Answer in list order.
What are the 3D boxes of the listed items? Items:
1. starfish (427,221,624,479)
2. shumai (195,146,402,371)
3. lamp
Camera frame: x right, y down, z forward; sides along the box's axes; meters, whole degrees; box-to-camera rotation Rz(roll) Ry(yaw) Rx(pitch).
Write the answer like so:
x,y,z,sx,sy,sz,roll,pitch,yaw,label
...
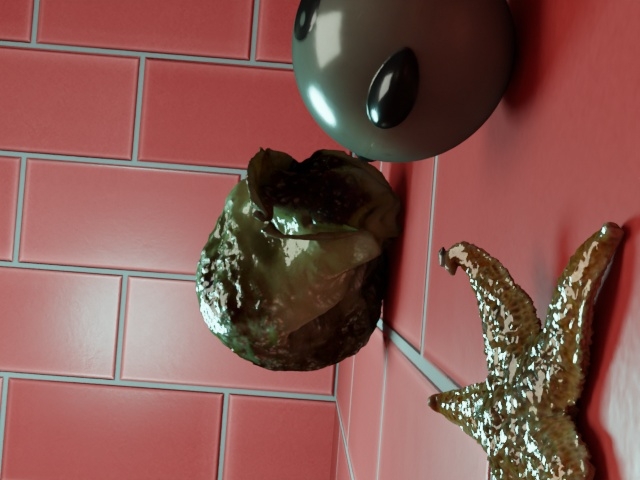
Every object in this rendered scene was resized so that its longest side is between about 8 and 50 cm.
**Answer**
x,y,z,sx,sy,sz,roll,pitch,yaw,label
0.115,0.112,0.500,0.231,0.048,0.295,-120,31,-70,starfish
0.000,0.000,1.418,0.348,0.395,0.395,130,151,-50,shumai
0.072,-0.183,0.664,0.198,0.197,0.244,104,179,-84,lamp
